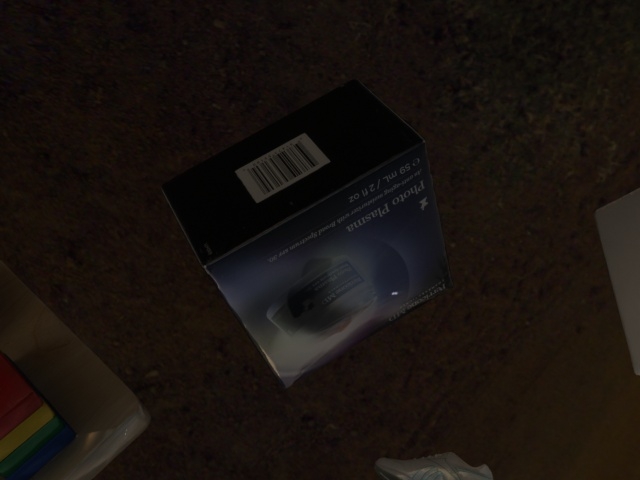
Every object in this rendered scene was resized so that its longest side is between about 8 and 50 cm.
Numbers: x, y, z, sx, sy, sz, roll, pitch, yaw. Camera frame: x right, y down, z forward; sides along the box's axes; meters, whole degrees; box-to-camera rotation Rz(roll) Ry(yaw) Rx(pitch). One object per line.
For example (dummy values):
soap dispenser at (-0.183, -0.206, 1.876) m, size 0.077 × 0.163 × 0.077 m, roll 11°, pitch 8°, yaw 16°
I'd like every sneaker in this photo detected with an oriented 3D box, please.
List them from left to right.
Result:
sneaker at (0.143, 0.297, 0.808) m, size 0.053 × 0.152 × 0.061 m, roll 73°, pitch 34°, yaw -46°

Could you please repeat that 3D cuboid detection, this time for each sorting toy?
sorting toy at (-0.297, 0.115, 0.419) m, size 0.257 × 0.256 × 0.089 m, roll -42°, pitch 144°, yaw -24°

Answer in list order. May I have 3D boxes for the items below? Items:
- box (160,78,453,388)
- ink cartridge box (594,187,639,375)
box at (0.000, 0.000, 0.866) m, size 0.296 × 0.182 × 0.294 m, roll -30°, pitch 138°, yaw -7°
ink cartridge box at (0.327, 0.037, 0.360) m, size 0.066 × 0.296 × 0.261 m, roll 17°, pitch 56°, yaw -31°
